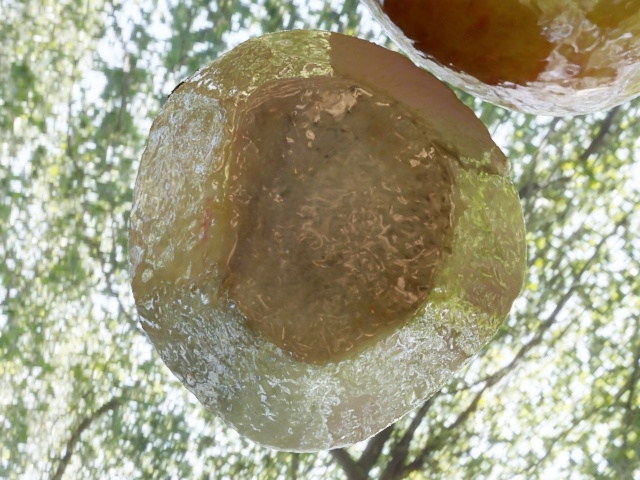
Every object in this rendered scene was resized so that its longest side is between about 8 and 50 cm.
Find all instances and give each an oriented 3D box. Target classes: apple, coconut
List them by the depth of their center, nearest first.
[{"bbox_3d":[0.144,-0.222,0.642,0.286,0.286,0.233,22,-175,-1],"label":"apple"},{"bbox_3d":[0.000,0.000,0.652,0.259,0.259,0.259,10,-130,-12],"label":"coconut"}]
